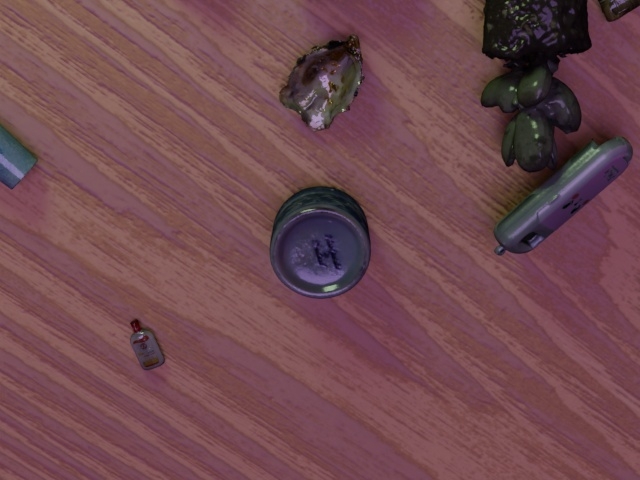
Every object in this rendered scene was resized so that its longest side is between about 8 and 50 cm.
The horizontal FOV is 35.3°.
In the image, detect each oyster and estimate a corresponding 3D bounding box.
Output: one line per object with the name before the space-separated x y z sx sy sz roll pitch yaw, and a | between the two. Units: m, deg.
oyster | 0.011 -0.229 1.418 0.103 0.051 0.148 40 121 -17

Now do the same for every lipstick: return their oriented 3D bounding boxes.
lipstick | -0.526 -0.183 1.423 0.274 0.061 0.068 42 107 -15

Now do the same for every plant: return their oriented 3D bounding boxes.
plant | 0.288 -0.230 1.370 0.149 0.146 0.274 8 113 27

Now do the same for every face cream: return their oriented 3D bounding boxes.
face cream | -0.277 0.163 1.580 0.040 0.021 0.083 -20 109 6

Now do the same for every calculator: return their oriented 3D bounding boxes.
calculator | 0.345 -0.061 1.449 0.246 0.141 0.045 -42 70 14

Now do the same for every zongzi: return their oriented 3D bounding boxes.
zongzi | 0.413 -0.355 1.390 0.076 0.040 0.083 -31 91 3

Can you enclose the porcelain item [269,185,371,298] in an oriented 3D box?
porcelain item | 0.000 0.000 1.472 0.147 0.114 0.147 0 112 1
